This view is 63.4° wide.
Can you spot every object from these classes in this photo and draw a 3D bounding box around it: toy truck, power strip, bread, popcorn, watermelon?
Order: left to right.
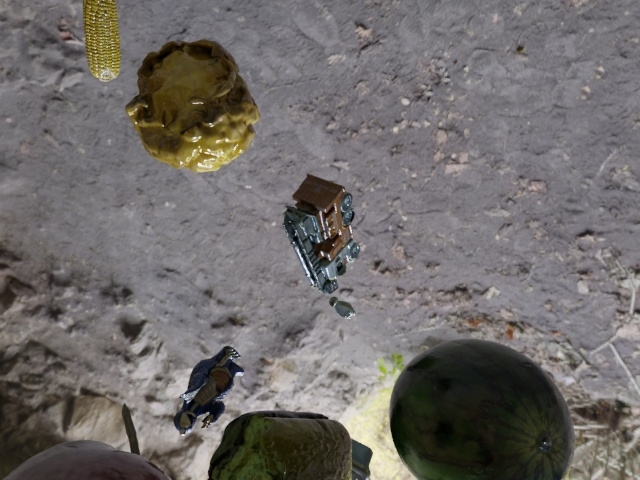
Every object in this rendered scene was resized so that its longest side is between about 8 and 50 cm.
[{"bbox_3d":[-0.234,-0.239,0.941,0.250,0.251,0.190,-5,159,25],"label":"popcorn"},{"bbox_3d":[-0.071,0.539,1.246,0.208,0.252,0.376,-13,155,35],"label":"bread"},{"bbox_3d":[0.000,0.000,1.426,0.132,0.184,0.339,23,147,29],"label":"toy truck"},{"bbox_3d":[0.059,0.193,1.464,0.083,0.035,0.055,39,125,-7],"label":"power strip"},{"bbox_3d":[0.307,0.360,1.023,0.362,0.363,0.364,11,128,14],"label":"watermelon"}]

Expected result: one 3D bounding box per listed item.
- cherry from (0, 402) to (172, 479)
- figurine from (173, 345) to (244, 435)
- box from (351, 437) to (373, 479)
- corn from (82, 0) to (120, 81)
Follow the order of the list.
[{"bbox_3d":[-0.318,0.395,0.596,0.326,0.334,0.292,-24,85,56],"label":"cherry"},{"bbox_3d":[-0.308,0.399,1.375,0.120,0.262,0.164,4,113,26],"label":"figurine"},{"bbox_3d":[0.049,0.693,1.610,0.226,0.130,0.162,23,116,15],"label":"box"},{"bbox_3d":[-0.424,-0.413,1.006,0.067,0.067,0.207,16,120,10],"label":"corn"}]
